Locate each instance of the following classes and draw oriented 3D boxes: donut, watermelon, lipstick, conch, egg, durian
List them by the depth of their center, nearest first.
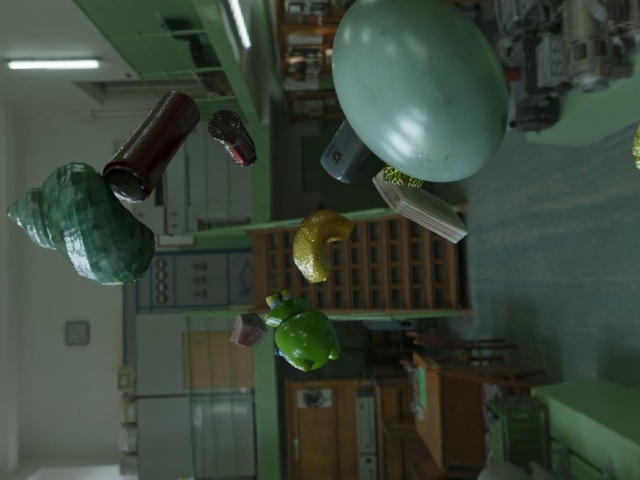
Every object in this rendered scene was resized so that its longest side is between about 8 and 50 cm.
[{"bbox_3d":[-0.337,-0.021,0.896,0.122,0.188,0.175,-46,-17,-43],"label":"conch"},{"bbox_3d":[-0.266,-0.156,1.017,0.241,0.080,0.080,-75,-13,-49],"label":"lipstick"},{"bbox_3d":[0.172,-0.279,1.125,0.388,0.276,0.276,61,170,19],"label":"egg"},{"bbox_3d":[0.182,-0.172,1.388,0.215,0.086,0.100,60,-149,-71],"label":"durian"},{"bbox_3d":[-0.178,0.223,1.556,0.072,0.093,0.084,-13,-71,-80],"label":"watermelon"},{"bbox_3d":[-0.005,0.002,2.052,0.101,0.152,0.258,10,69,52],"label":"donut"}]

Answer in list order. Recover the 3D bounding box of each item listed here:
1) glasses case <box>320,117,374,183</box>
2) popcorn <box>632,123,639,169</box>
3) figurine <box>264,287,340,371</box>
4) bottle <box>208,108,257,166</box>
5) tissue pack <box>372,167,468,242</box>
[{"bbox_3d":[0.128,-0.323,1.853,0.323,0.074,0.131,-55,48,17],"label":"glasses case"},{"bbox_3d":[0.992,-0.285,1.729,0.225,0.174,0.286,50,158,-3],"label":"popcorn"},{"bbox_3d":[-0.058,0.231,1.663,0.263,0.162,0.143,52,147,39],"label":"figurine"},{"bbox_3d":[-0.149,-0.172,1.097,0.164,0.060,0.060,63,-155,-78],"label":"bottle"},{"bbox_3d":[0.322,-0.110,2.014,0.071,0.326,0.170,-47,42,23],"label":"tissue pack"}]
